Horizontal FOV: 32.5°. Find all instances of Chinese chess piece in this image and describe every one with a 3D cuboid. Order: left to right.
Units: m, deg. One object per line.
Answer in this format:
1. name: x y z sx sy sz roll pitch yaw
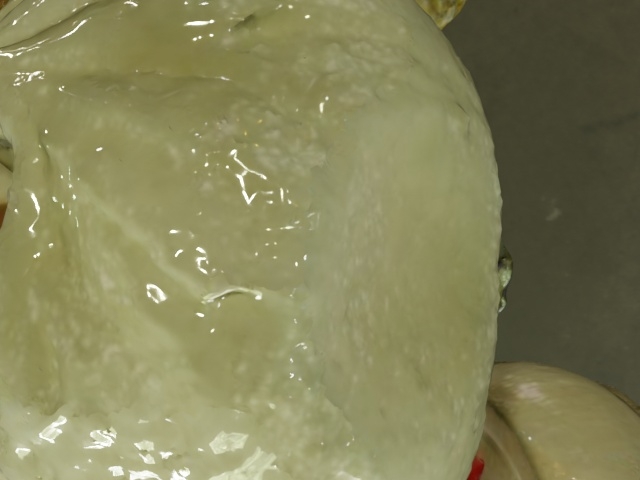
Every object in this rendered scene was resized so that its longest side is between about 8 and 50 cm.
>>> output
1. Chinese chess piece: 0.170 0.269 0.913 0.338 0.140 0.338 -178 90 -69

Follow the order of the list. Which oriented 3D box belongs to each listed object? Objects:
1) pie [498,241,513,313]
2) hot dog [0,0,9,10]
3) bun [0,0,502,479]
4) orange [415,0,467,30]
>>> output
1. pie: 0.090 0.091 1.561 0.078 0.371 0.296 -114 29 -55
2. hot dog: -0.184 -0.134 0.674 0.083 0.289 0.068 40 130 27
3. bun: -0.081 0.019 0.543 0.352 0.227 0.349 -44 52 50
4. orange: 0.044 -0.371 1.182 0.271 0.210 0.369 -6 54 29
